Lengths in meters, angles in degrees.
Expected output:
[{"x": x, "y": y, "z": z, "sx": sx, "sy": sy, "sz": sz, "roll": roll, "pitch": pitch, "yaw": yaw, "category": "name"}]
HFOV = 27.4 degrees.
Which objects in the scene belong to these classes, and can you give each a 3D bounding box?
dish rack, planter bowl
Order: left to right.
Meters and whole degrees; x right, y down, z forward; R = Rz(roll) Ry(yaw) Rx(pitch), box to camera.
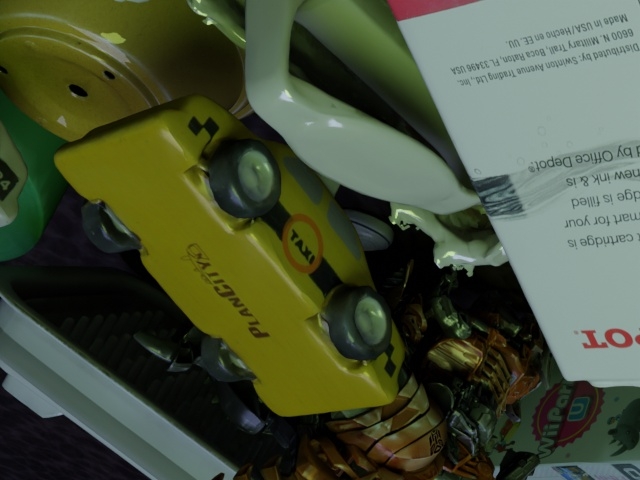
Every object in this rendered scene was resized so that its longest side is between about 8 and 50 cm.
[{"x": -0.114, "y": -0.109, "z": 0.706, "sx": 0.217, "sy": 0.090, "sz": 0.217, "roll": 17, "pitch": 152, "yaw": 9, "category": "planter bowl"}, {"x": -0.072, "y": 0.135, "z": 0.922, "sx": 0.333, "sy": 0.072, "sz": 0.285, "roll": 35, "pitch": -173, "yaw": 12, "category": "dish rack"}]

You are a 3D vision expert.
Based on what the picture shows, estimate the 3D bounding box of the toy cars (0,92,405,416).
[{"x": -0.124, "y": -0.046, "z": 0.641, "sx": 0.393, "sy": 0.087, "sz": 0.176, "roll": 24, "pitch": 141, "yaw": 5, "category": "toy cars"}]

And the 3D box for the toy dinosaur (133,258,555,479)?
[{"x": 0.019, "y": 0.083, "z": 0.765, "sx": 0.218, "sy": 0.164, "sz": 0.322, "roll": 47, "pitch": -159, "yaw": 15, "category": "toy dinosaur"}]

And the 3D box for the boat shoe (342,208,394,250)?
[{"x": 0.000, "y": 0.000, "z": 0.872, "sx": 0.100, "sy": 0.035, "sz": 0.035, "roll": 8, "pitch": 149, "yaw": 26, "category": "boat shoe"}]

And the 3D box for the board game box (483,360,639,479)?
[{"x": 0.254, "y": 0.171, "z": 0.923, "sx": 0.224, "sy": 0.097, "sz": 0.303, "roll": 40, "pitch": 147, "yaw": -27, "category": "board game box"}]

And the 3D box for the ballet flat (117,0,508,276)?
[{"x": -0.018, "y": -0.126, "z": 0.559, "sx": 0.409, "sy": 0.147, "sz": 0.147, "roll": 39, "pitch": 149, "yaw": -27, "category": "ballet flat"}]

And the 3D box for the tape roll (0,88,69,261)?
[{"x": -0.317, "y": -0.104, "z": 0.882, "sx": 0.321, "sy": 0.077, "sz": 0.321, "roll": 17, "pitch": 152, "yaw": 9, "category": "tape roll"}]

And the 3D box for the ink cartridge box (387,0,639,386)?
[{"x": 0.142, "y": -0.065, "z": 0.505, "sx": 0.172, "sy": 0.100, "sz": 0.237, "roll": -7, "pitch": 120, "yaw": 44, "category": "ink cartridge box"}]
